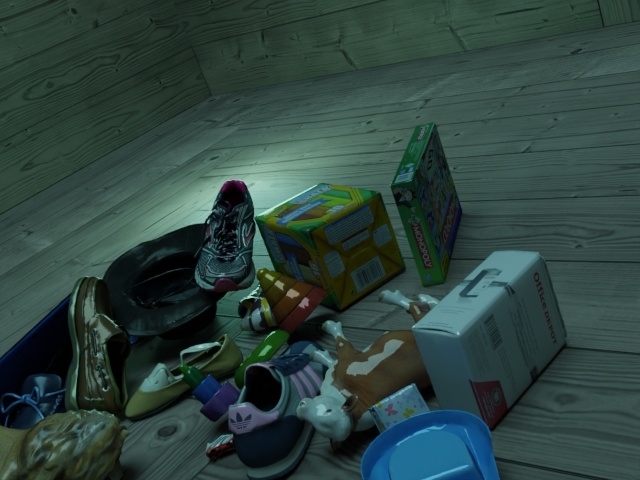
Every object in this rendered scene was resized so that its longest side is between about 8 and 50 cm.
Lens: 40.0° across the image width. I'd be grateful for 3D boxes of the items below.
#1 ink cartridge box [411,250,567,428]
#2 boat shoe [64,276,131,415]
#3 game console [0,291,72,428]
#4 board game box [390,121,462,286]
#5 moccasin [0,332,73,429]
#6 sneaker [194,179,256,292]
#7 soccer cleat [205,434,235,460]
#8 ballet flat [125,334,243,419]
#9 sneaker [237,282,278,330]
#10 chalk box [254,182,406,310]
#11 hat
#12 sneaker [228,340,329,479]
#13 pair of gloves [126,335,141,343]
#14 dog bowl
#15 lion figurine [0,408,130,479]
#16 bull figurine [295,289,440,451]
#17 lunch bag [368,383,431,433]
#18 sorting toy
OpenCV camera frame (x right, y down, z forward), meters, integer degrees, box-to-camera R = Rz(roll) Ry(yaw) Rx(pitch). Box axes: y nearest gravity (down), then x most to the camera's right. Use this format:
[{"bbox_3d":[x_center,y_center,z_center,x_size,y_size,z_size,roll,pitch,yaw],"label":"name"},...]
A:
[{"bbox_3d":[0.245,0.133,1.246,0.218,0.158,0.092,-36,25,-35],"label":"ink cartridge box"},{"bbox_3d":[-0.405,0.197,1.656,0.104,0.110,0.307,-17,58,13],"label":"boat shoe"},{"bbox_3d":[-0.601,0.237,1.752,0.250,0.173,0.293,-7,27,32],"label":"game console"},{"bbox_3d":[0.213,-0.080,1.724,0.046,0.213,0.317,-13,23,21],"label":"board game box"},{"bbox_3d":[-0.515,0.295,1.621,0.138,0.117,0.342,-16,23,13],"label":"moccasin"},{"bbox_3d":[-0.190,-0.006,1.755,0.121,0.112,0.299,0,37,-3],"label":"sneaker"},{"bbox_3d":[-0.139,0.310,1.357,0.083,0.029,0.035,-25,25,1],"label":"soccer cleat"},{"bbox_3d":[-0.254,0.238,1.579,0.232,0.073,0.080,-26,21,-12],"label":"ballet flat"},{"bbox_3d":[-0.125,0.119,1.755,0.084,0.069,0.185,-14,20,3],"label":"sneaker"},{"bbox_3d":[0.000,0.000,1.777,0.180,0.179,0.289,-30,23,-25],"label":"chalk box"},{"bbox_3d":[-0.295,0.114,1.842,0.331,0.134,0.331,-14,38,11],"label":"hat"},{"bbox_3d":[-0.059,0.220,1.357,0.112,0.131,0.319,-16,21,16],"label":"sneaker"},{"bbox_3d":[-0.441,0.198,1.927,0.198,0.023,0.159,1,29,43],"label":"pair of gloves"},{"bbox_3d":[0.144,0.312,1.023,0.166,0.074,0.297,-20,20,2],"label":"dog bowl"},{"bbox_3d":[-0.505,0.349,1.393,0.392,0.142,0.240,7,49,26],"label":"lion figurine"},{"bbox_3d":[0.088,0.185,1.320,0.310,0.101,0.188,-22,44,-18],"label":"bull figurine"},{"bbox_3d":[0.115,0.250,1.205,0.071,0.083,0.053,-28,-12,-13],"label":"lunch bag"},{"bbox_3d":[-0.125,0.157,1.524,0.127,0.126,0.365,-47,-1,42],"label":"sorting toy"}]
